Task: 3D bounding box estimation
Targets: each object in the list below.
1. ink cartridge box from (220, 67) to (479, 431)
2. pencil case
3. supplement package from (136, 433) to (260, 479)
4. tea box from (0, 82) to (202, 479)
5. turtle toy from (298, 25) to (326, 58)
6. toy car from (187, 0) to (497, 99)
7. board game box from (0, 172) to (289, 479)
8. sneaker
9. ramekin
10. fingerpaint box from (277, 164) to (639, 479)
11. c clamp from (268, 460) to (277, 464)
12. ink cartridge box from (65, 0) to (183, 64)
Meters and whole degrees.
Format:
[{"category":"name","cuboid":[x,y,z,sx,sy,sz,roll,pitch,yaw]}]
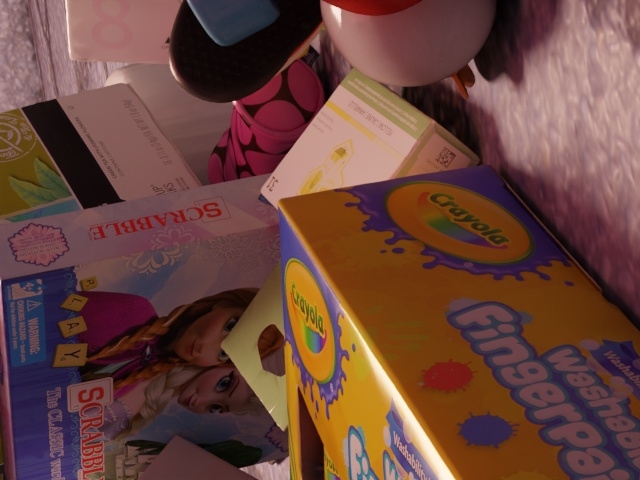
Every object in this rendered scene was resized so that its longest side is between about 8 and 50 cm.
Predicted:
[{"category":"ink cartridge box","cuboid":[0.000,0.000,1.302,0.235,0.056,0.171,-52,26,4]},{"category":"pencil case","cuboid":[-0.053,-0.097,1.634,0.098,0.095,0.209,45,156,9]},{"category":"supplement package","cuboid":[-0.073,0.346,1.546,0.262,0.199,0.198,27,140,17]},{"category":"tea box","cuboid":[-0.285,0.073,1.672,0.220,0.323,0.329,53,149,35]},{"category":"turtle toy","cuboid":[-0.021,-0.204,1.486,0.095,0.066,0.130,62,174,-33]},{"category":"toy car","cuboid":[0.037,-0.186,1.138,0.238,0.219,0.210,54,-170,-49]},{"category":"board game box","cuboid":[-0.117,0.089,1.546,0.319,0.318,0.066,95,157,-46]},{"category":"sneaker","cuboid":[-0.025,-0.187,1.277,0.145,0.090,0.270,111,-176,-70]},{"category":"ramekin","cuboid":[-0.137,-0.064,1.874,0.277,0.135,0.277,170,90,-75]},{"category":"fingerpaint box","cuboid":[0.110,0.219,1.082,0.445,0.163,0.371,-123,28,-56]},{"category":"c clamp","cuboid":[-0.066,0.177,1.980,0.160,0.022,0.137,136,123,-73]},{"category":"ink cartridge box","cuboid":[-0.136,-0.270,1.628,0.066,0.189,0.232,-85,-3,-52]}]
